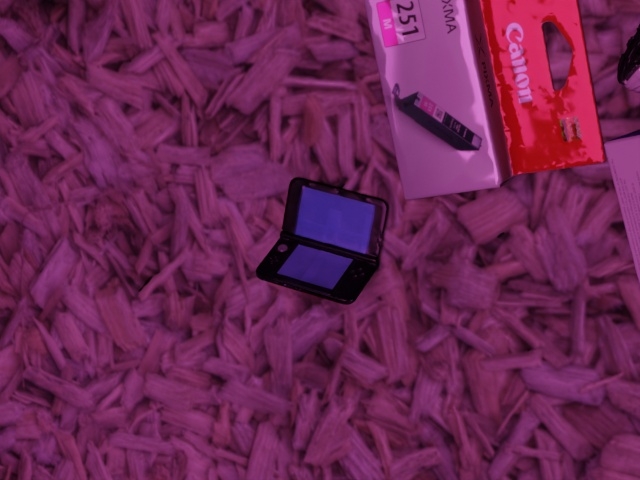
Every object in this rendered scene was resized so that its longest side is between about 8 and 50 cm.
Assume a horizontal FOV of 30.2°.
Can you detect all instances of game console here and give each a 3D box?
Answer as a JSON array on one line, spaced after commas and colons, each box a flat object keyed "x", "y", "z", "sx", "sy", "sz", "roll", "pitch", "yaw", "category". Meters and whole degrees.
[{"x": 0.000, "y": 0.000, "z": 1.523, "sx": 0.144, "sy": 0.124, "sz": 0.085, "roll": 16, "pitch": 136, "yaw": 23, "category": "game console"}]

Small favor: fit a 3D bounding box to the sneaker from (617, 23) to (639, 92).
[{"x": 0.434, "y": -0.252, "z": 1.245, "sx": 0.108, "sy": 0.100, "sz": 0.271, "roll": 32, "pitch": 114, "yaw": -11, "category": "sneaker"}]

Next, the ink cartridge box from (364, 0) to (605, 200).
[{"x": 0.189, "y": -0.198, "z": 1.391, "sx": 0.239, "sy": 0.060, "sz": 0.275, "roll": -8, "pitch": 99, "yaw": 29, "category": "ink cartridge box"}]

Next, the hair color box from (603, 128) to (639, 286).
[{"x": 0.464, "y": -0.048, "z": 1.188, "sx": 0.339, "sy": 0.110, "sz": 0.185, "roll": -7, "pitch": 101, "yaw": 56, "category": "hair color box"}]
